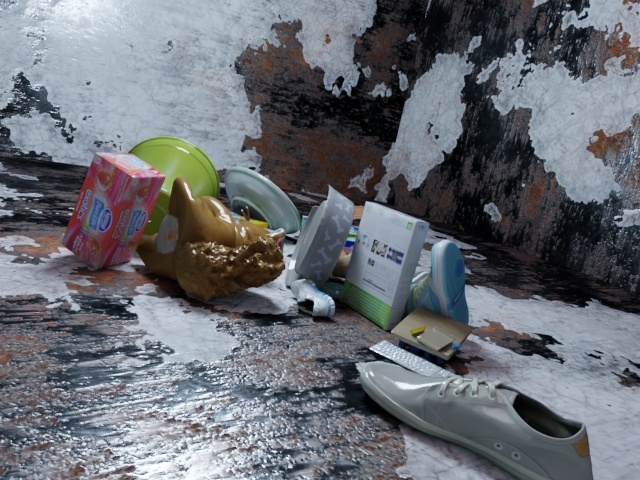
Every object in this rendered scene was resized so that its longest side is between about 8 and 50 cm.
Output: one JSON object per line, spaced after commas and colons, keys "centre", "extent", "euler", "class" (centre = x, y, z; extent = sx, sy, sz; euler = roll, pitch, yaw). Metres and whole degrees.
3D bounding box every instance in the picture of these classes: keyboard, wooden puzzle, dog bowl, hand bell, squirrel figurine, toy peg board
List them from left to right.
{"centre": [-0.265, 0.038, 1.558], "extent": [0.370, 0.281, 0.397], "euler": [15, 21, -44], "class": "squirrel figurine"}
{"centre": [0.000, 0.000, 1.697], "extent": [0.102, 0.348, 0.349], "euler": [24, 11, -8], "class": "dog bowl"}
{"centre": [0.006, 0.092, 1.868], "extent": [0.242, 0.126, 0.126], "euler": [1, 10, 10], "class": "hand bell"}
{"centre": [0.239, 0.301, 1.276], "extent": [0.256, 0.014, 0.072], "euler": [21, 15, 37], "class": "keyboard"}
{"centre": [0.289, 0.264, 1.395], "extent": [0.161, 0.079, 0.161], "euler": [19, 29, 31], "class": "toy peg board"}
{"centre": [0.286, 0.246, 1.326], "extent": [0.078, 0.014, 0.116], "euler": [-18, 32, -29], "class": "wooden puzzle"}

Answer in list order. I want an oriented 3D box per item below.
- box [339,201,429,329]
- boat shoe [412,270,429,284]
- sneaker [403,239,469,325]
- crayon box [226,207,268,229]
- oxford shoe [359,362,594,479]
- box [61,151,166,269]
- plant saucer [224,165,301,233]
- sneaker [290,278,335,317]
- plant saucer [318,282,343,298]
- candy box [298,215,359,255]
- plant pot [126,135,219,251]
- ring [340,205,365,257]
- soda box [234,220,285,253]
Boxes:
{"centre": [0.178, 0.069, 1.552], "extent": [0.058, 0.322, 0.232], "euler": [9, 12, -36], "class": "box"}
{"centre": [0.270, 0.152, 1.752], "extent": [0.099, 0.116, 0.319], "euler": [23, 21, 29], "class": "boat shoe"}
{"centre": [0.297, 0.133, 1.508], "extent": [0.208, 0.319, 0.127], "euler": [12, 35, 39], "class": "sneaker"}
{"centre": [-0.364, -0.061, 2.185], "extent": [0.323, 0.083, 0.203], "euler": [21, 15, 32], "class": "crayon box"}
{"centre": [0.283, 0.312, 1.004], "extent": [0.449, 0.130, 0.169], "euler": [18, 15, 32], "class": "oxford shoe"}
{"centre": [-0.587, -0.086, 1.517], "extent": [0.142, 0.300, 0.154], "euler": [32, 16, 13], "class": "box"}
{"centre": [-0.271, -0.139, 2.279], "extent": [0.400, 0.100, 0.400], "euler": [29, -24, 15], "class": "plant saucer"}
{"centre": [-0.042, 0.163, 1.515], "extent": [0.083, 0.071, 0.191], "euler": [-4, 19, -35], "class": "sneaker"}
{"centre": [0.053, 0.160, 1.724], "extent": [0.119, 0.021, 0.119], "euler": [12, 13, -3], "class": "plant saucer"}
{"centre": [0.071, 0.009, 2.192], "extent": [0.268, 0.122, 0.317], "euler": [9, 12, -16], "class": "candy box"}
{"centre": [-0.548, -0.133, 1.812], "extent": [0.366, 0.366, 0.353], "euler": [10, 24, -8], "class": "plant pot"}
{"centre": [0.172, 0.014, 2.028], "extent": [0.337, 0.032, 0.336], "euler": [10, 56, -15], "class": "ring"}
{"centre": [-0.268, -0.004, 1.964], "extent": [0.263, 0.092, 0.083], "euler": [14, 27, 11], "class": "soda box"}
